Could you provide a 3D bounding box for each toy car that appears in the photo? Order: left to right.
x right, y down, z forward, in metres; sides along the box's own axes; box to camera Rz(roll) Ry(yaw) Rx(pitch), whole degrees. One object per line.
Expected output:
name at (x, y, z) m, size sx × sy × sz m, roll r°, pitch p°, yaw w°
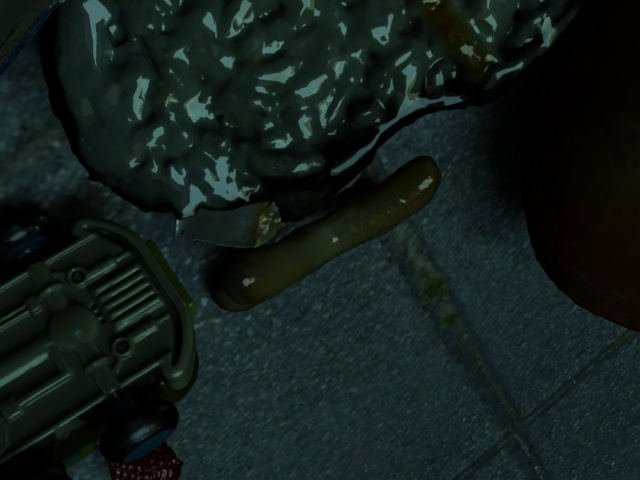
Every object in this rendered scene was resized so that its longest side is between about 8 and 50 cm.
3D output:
toy car at (-0.215, 0.115, 0.730) m, size 0.248 × 0.204 × 0.198 m, roll -32°, pitch 164°, yaw -16°

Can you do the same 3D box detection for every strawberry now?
strawberry at (-0.181, 0.225, 0.937) m, size 0.073 × 0.073 × 0.083 m, roll -36°, pitch 126°, yaw -8°

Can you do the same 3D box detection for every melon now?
melon at (-0.029, -0.073, 0.764) m, size 0.202 × 0.093 × 0.139 m, roll -29°, pitch 133°, yaw -24°

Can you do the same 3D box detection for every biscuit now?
biscuit at (0.000, 0.000, 0.833) m, size 0.208 × 0.047 × 0.164 m, roll -29°, pitch 180°, yaw -14°

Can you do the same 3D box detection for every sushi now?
sushi at (-0.007, -0.147, 0.612) m, size 0.350 × 0.171 × 0.211 m, roll -28°, pitch 107°, yaw 0°

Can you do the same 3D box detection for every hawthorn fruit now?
hawthorn fruit at (0.404, -0.060, 0.913) m, size 0.403 × 0.403 × 0.403 m, roll -23°, pitch 138°, yaw -22°

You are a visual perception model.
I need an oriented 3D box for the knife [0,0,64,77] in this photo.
knife at (-0.221, -0.083, 0.539) m, size 0.365 × 0.043 × 0.089 m, roll -40°, pitch 171°, yaw 35°
